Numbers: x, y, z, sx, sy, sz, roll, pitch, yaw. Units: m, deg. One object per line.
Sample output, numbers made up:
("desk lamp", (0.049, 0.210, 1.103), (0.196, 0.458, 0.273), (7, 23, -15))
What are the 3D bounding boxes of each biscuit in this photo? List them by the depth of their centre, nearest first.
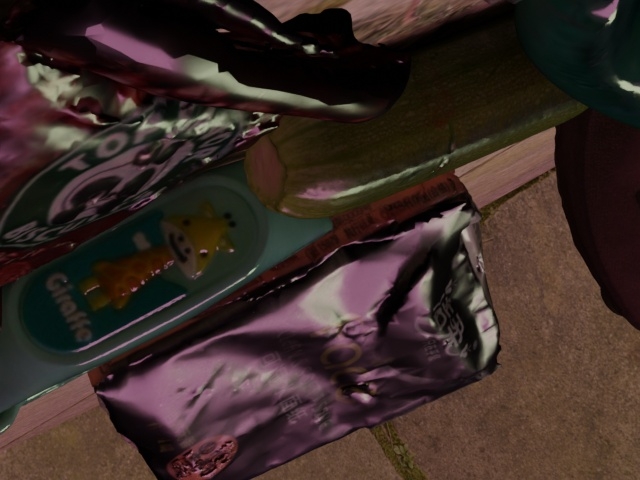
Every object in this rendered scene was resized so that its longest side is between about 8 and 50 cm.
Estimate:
("biscuit", (-0.091, -0.008, 0.420), (0.235, 0.063, 0.151), (-33, 175, 29))

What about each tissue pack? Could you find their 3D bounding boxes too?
("tissue pack", (-0.015, 0.076, 1.176), (0.332, 0.123, 0.245), (-26, 147, -5))

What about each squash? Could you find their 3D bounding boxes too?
("squash", (0.061, -0.067, 0.700), (0.229, 0.066, 0.066), (-23, 174, -34))

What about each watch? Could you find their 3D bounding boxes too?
("watch", (-0.106, 0.025, 0.796), (0.237, 0.068, 0.195), (-31, 179, -12))

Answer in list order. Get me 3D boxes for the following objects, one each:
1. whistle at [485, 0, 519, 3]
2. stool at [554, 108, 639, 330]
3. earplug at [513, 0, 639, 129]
("whistle", (0.099, -0.118, 0.350), (0.220, 0.057, 0.107), (-29, 175, -2))
("stool", (0.262, -0.059, 0.887), (0.272, 0.272, 0.178), (-27, -171, -3))
("earplug", (0.249, -0.093, 0.636), (0.280, 0.257, 0.164), (-28, -160, 20))
